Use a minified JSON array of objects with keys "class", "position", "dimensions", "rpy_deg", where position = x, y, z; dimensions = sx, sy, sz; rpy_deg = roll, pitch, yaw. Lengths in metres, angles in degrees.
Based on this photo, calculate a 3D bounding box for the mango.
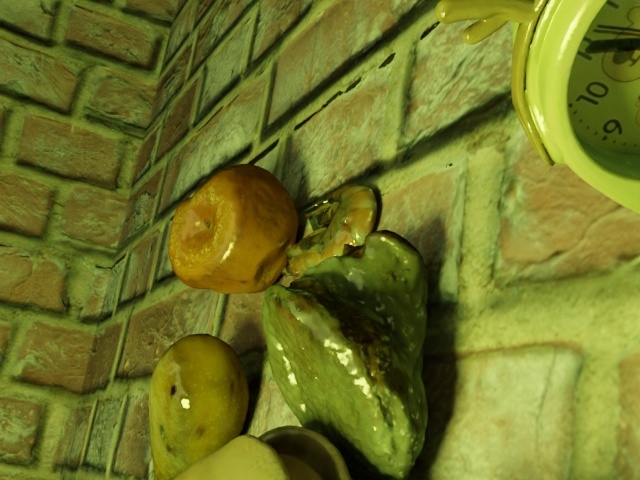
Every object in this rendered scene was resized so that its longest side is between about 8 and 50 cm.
[{"class":"mango","position":[-0.212,0.312,1.322],"dimensions":[0.176,0.176,0.329],"rpy_deg":[-53,-23,-54]}]

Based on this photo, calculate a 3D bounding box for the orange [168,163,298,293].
[{"class":"orange","position":[-0.141,-0.016,1.353],"dimensions":[0.249,0.183,0.248],"rpy_deg":[-19,61,39]}]

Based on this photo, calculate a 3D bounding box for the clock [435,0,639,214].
[{"class":"clock","position":[0.226,-0.139,0.489],"dimensions":[0.235,0.308,0.096],"rpy_deg":[-54,31,34]}]

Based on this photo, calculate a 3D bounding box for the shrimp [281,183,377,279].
[{"class":"shrimp","position":[0.004,-0.016,1.188],"dimensions":[0.254,0.059,0.145],"rpy_deg":[-22,52,60]}]

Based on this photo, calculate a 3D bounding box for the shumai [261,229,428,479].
[{"class":"shumai","position":[0.070,0.132,0.893],"dimensions":[0.222,0.204,0.271],"rpy_deg":[-20,91,63]}]

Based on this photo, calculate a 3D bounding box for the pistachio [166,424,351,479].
[{"class":"pistachio","position":[-0.054,0.382,0.806],"dimensions":[0.446,0.282,0.365],"rpy_deg":[11,93,47]}]
